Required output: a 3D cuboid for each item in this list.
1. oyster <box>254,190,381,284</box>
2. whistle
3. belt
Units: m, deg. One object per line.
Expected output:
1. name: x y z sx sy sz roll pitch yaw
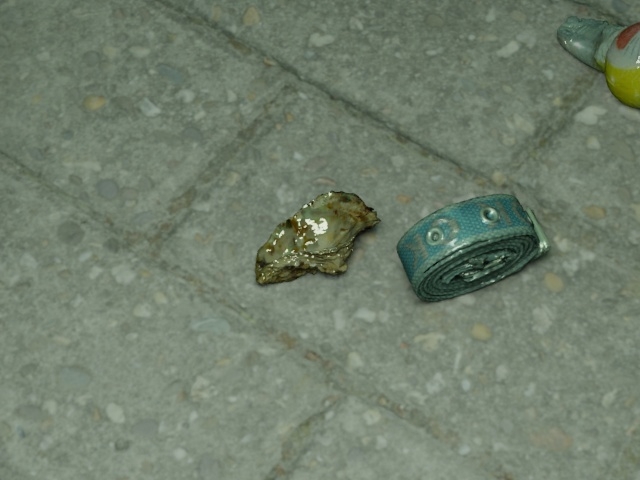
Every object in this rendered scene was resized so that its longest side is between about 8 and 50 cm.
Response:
1. oyster: -0.008 0.003 1.645 0.177 0.056 0.105 -39 52 -19
2. whistle: 0.409 -0.257 1.750 0.123 0.123 0.223 -38 49 -18
3. belt: 0.181 0.011 1.580 0.163 0.147 0.082 -33 62 17
